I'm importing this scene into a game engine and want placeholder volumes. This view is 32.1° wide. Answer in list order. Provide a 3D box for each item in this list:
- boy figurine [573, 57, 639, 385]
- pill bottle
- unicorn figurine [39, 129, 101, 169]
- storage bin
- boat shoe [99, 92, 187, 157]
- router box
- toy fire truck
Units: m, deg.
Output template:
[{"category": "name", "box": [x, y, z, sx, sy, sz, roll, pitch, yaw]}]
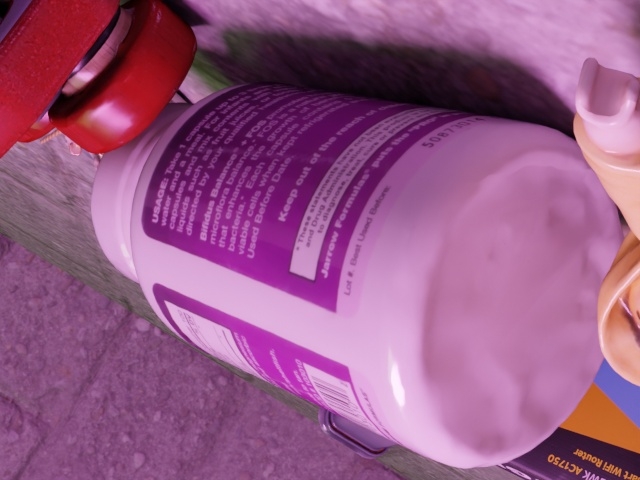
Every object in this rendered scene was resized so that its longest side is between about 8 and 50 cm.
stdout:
[{"category": "boy figurine", "box": [0.163, -0.009, 0.395, 0.177, 0.092, 0.285, 28, 164, 2]}, {"category": "pill bottle", "box": [0.000, 0.000, 0.622, 0.302, 0.169, 0.169, 18, 162, 47]}, {"category": "unicorn figurine", "box": [-0.198, -0.102, 0.927, 0.111, 0.060, 0.162, 58, 160, 28]}, {"category": "storage bin", "box": [0.077, 0.146, 1.098, 0.098, 0.135, 0.091, 35, 157, -17]}, {"category": "boat shoe", "box": [-0.106, -0.050, 0.886, 0.069, 0.081, 0.227, 23, 158, 43]}, {"category": "router box", "box": [0.146, 0.080, 0.665, 0.179, 0.133, 0.046, 20, 164, 38]}, {"category": "toy fire truck", "box": [-0.235, -0.078, 0.665, 0.169, 0.253, 0.302, 39, 165, -32]}]
